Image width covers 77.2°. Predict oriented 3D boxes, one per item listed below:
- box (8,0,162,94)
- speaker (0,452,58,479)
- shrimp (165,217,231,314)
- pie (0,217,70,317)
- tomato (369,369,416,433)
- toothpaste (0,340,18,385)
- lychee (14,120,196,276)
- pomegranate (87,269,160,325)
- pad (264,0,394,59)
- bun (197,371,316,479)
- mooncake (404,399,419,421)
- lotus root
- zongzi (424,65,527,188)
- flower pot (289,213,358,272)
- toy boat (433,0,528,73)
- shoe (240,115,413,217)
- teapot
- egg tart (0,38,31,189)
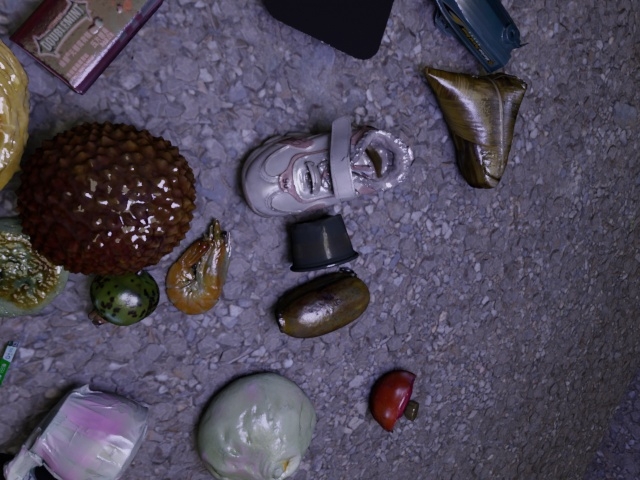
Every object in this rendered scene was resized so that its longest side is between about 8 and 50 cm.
[{"bbox_3d":[-0.374,-0.363,0.657,0.120,0.069,0.224,42,85,-28],"label":"box"},{"bbox_3d":[-0.562,0.467,0.771,0.218,0.082,0.044,31,88,-28],"label":"speaker"},{"bbox_3d":[-0.250,0.056,0.836,0.115,0.051,0.217,15,99,-26],"label":"shrimp"},{"bbox_3d":[-0.543,0.052,0.695,0.187,0.041,0.186,-7,107,-24],"label":"pie"},{"bbox_3d":[0.198,0.440,1.131,0.173,0.099,0.189,-62,160,-13],"label":"tomato"},{"bbox_3d":[-0.579,0.227,0.735,0.017,0.020,0.083,23,92,-31],"label":"toothpaste"},{"bbox_3d":[-0.330,-0.061,0.646,0.268,0.267,0.267,-7,106,-24],"label":"lychee"},{"bbox_3d":[-0.379,0.113,0.755,0.161,0.122,0.122,-39,119,14],"label":"pomegranate"},{"bbox_3d":[0.074,-0.552,0.824,0.315,0.063,0.375,20,85,-15],"label":"pad"},{"bbox_3d":[-0.136,0.455,0.920,0.284,0.179,0.283,-5,104,-22],"label":"bun"},{"bbox_3d":[0.188,0.634,1.194,0.347,0.057,0.150,-39,132,-18],"label":"mooncake"},{"bbox_3d":[0.008,0.155,0.944,0.241,0.124,0.122,-22,101,-20],"label":"lotus root"},{"bbox_3d":[0.355,-0.277,0.992,0.289,0.134,0.285,1,100,-27],"label":"zongzi"},{"bbox_3d":[0.000,0.000,0.893,0.158,0.157,0.106,-13,97,-23],"label":"flower pot"},{"bbox_3d":[0.346,-0.523,0.933,0.296,0.122,0.114,29,83,-29],"label":"toy boat"},{"bbox_3d":[0.014,-0.153,0.825,0.351,0.198,0.171,-26,112,-19],"label":"shoe"},{"bbox_3d":[-0.460,0.387,0.767,0.178,0.163,0.221,37,99,-17],"label":"teapot"},{"bbox_3d":[-0.588,-0.185,0.561,0.342,0.132,0.341,-6,104,-24],"label":"egg tart"}]
